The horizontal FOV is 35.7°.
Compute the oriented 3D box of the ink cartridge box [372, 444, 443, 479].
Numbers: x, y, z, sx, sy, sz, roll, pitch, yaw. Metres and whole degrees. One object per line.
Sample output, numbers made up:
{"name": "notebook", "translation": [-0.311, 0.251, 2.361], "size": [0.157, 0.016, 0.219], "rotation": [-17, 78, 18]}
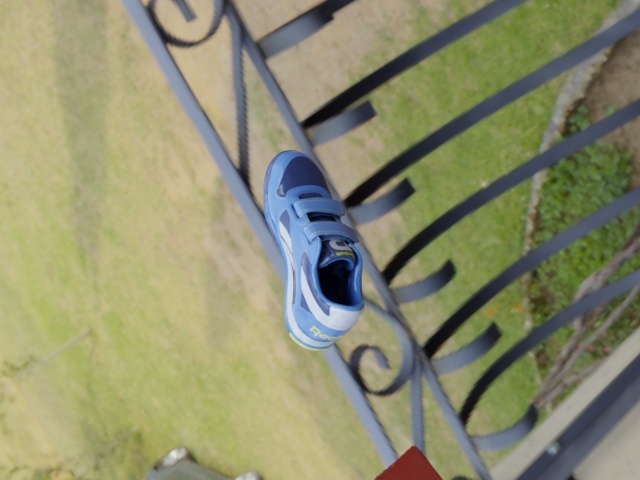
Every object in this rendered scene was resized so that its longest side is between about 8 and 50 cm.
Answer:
{"name": "ink cartridge box", "translation": [0.174, 0.280, 0.598], "size": [0.385, 0.091, 0.308], "rotation": [49, -166, 12]}

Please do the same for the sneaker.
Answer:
{"name": "sneaker", "translation": [0.000, 0.000, 0.686], "size": [0.059, 0.053, 0.144], "rotation": [-37, 62, 54]}
